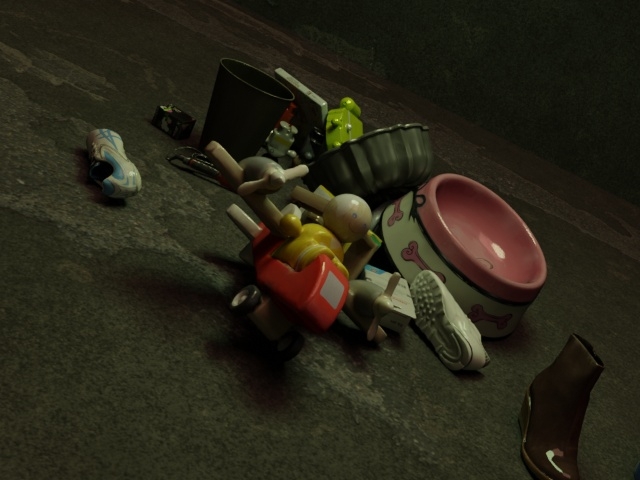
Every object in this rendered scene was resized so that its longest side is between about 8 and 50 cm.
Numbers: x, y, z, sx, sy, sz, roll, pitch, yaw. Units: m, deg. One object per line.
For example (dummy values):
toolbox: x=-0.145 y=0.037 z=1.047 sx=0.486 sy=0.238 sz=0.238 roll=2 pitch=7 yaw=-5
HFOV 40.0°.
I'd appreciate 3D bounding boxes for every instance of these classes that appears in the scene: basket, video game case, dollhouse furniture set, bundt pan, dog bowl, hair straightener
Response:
basket: x=-0.193 y=-0.286 z=2.101 sx=0.204 sy=0.226 sz=0.154 roll=35 pitch=24 yaw=20
video game case: x=-0.049 y=-0.329 z=2.388 sx=0.026 sy=0.227 sz=0.206 roll=-31 pitch=52 yaw=-24
dollhouse furniture set: x=0.000 y=0.000 z=1.743 sx=0.144 sy=0.123 sz=0.151 roll=27 pitch=-13 yaw=38
bundt pan: x=0.124 y=-0.151 z=2.098 sx=0.331 sy=0.331 sz=0.124 roll=-5 pitch=71 yaw=-52
dog bowl: x=0.338 y=0.018 z=1.990 sx=0.408 sy=0.150 sz=0.408 roll=27 pitch=35 yaw=-21
hair straightener: x=-0.242 y=-0.162 z=2.033 sx=0.231 sy=0.047 sz=0.089 roll=19 pitch=23 yaw=-8

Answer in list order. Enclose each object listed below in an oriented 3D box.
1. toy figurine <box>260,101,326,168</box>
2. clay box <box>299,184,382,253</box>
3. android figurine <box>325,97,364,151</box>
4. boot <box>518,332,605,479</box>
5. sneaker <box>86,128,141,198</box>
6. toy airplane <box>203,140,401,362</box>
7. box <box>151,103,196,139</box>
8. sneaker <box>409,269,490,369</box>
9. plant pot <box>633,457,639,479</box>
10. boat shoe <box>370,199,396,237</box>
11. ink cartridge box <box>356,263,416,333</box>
toy figurine: x=-0.116 y=-0.267 z=2.270 sx=0.209 sy=0.148 sz=0.213 roll=45 pitch=26 yaw=24
clay box: x=0.032 y=-0.005 z=1.863 sx=0.222 sy=0.127 sz=0.053 roll=46 pitch=7 yaw=36
android figurine: x=0.075 y=-0.254 z=2.336 sx=0.056 sy=0.248 sz=0.273 roll=-5 pitch=-10 yaw=18
boot: x=0.433 y=0.299 z=1.546 sx=0.090 sy=0.206 sz=0.248 roll=21 pitch=23 yaw=-14
sneaker: x=-0.432 y=-0.160 z=1.761 sx=0.086 sy=0.085 sz=0.237 roll=1 pitch=30 yaw=-34
toy airplane: x=-0.027 y=0.011 z=1.568 sx=0.384 sy=0.272 sz=0.386 roll=56 pitch=9 yaw=21
box: x=-0.360 y=-0.291 z=2.158 sx=0.083 sy=0.052 sz=0.062 roll=34 pitch=25 yaw=15
sneaker: x=0.260 y=0.163 z=1.788 sx=0.095 sy=0.090 sz=0.235 roll=6 pitch=49 yaw=-40
plant pot: x=0.729 y=0.401 z=1.633 sx=0.212 sy=0.235 sz=0.236 roll=31 pitch=21 yaw=27
boat shoe: x=0.198 y=-0.035 z=2.148 sx=0.094 sy=0.109 sz=0.302 roll=40 pitch=23 yaw=20
ink cartridge box: x=0.127 y=0.123 z=1.775 sx=0.104 sy=0.060 sz=0.180 roll=23 pitch=20 yaw=-10
